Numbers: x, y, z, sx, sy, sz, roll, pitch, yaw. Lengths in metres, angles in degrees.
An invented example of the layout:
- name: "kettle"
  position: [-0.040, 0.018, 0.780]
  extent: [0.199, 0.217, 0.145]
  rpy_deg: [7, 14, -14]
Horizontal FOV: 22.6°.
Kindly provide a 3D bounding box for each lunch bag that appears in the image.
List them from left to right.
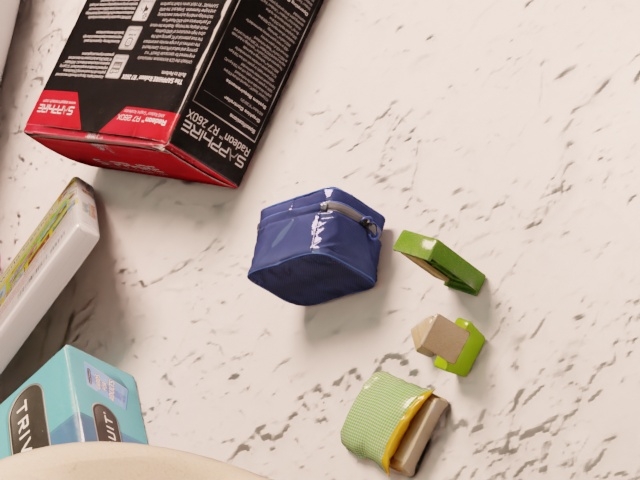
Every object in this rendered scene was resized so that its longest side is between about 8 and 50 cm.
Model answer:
- name: "lunch bag"
  position: [0.000, 0.000, 1.158]
  extent: [0.098, 0.067, 0.065]
  rpy_deg: [-16, 54, 39]

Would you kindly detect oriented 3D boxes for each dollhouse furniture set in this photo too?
- name: "dollhouse furniture set"
  position: [0.053, 0.075, 1.057]
  extent: [0.076, 0.058, 0.151]
  rpy_deg: [19, 79, 52]

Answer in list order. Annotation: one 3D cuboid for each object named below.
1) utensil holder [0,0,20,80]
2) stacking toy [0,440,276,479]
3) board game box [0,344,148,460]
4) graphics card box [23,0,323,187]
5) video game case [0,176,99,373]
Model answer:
- name: "utensil holder"
  position: [-0.477, -0.196, 1.602]
  extent: [0.328, 0.327, 0.385]
  rpy_deg: [-21, 50, 37]
- name: "stacking toy"
  position: [-0.136, 0.389, 0.923]
  extent: [0.480, 0.351, 0.350]
  rpy_deg: [-64, 34, 23]
- name: "board game box"
  position: [-0.264, 0.281, 1.240]
  extent: [0.336, 0.079, 0.254]
  rpy_deg: [-41, 41, 20]
- name: "graphics card box"
  position: [-0.096, -0.232, 1.401]
  extent: [0.233, 0.094, 0.371]
  rpy_deg: [9, 73, 50]
- name: "video game case"
  position: [-0.266, 0.058, 1.379]
  extent: [0.227, 0.026, 0.206]
  rpy_deg: [-54, 15, 5]
